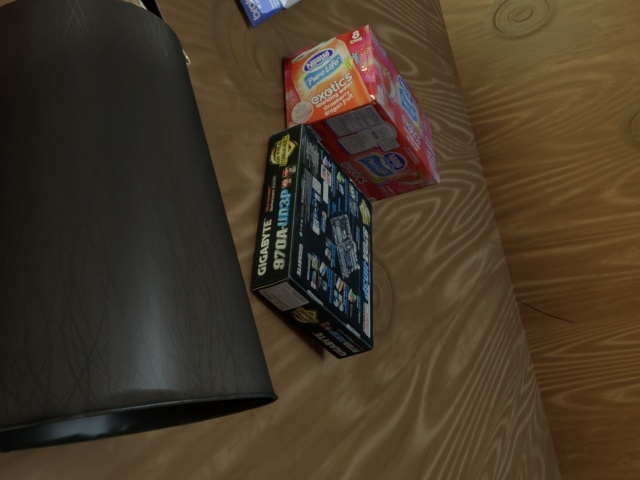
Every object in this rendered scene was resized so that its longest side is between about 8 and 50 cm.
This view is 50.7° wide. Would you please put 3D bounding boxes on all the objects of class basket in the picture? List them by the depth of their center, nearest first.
[{"bbox_3d":[-0.127,-0.007,0.389,0.204,0.154,0.226,20,56,-59],"label":"basket"}]

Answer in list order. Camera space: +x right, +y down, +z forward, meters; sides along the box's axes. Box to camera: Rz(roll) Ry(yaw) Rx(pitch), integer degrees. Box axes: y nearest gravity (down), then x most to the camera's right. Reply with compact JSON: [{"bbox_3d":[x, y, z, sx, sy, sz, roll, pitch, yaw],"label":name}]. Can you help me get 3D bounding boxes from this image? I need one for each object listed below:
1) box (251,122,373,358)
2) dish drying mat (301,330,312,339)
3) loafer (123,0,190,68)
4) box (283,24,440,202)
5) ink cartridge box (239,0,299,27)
[{"bbox_3d":[0.000,0.000,0.783,0.175,0.051,0.220,44,37,-43],"label":"box"},{"bbox_3d":[-0.014,0.072,0.783,0.032,0.008,0.083,50,34,-45],"label":"dish drying mat"},{"bbox_3d":[-0.150,-0.200,0.582,0.125,0.039,0.045,69,24,-17],"label":"loafer"},{"bbox_3d":[0.064,-0.163,0.948,0.257,0.128,0.122,36,45,-56],"label":"box"},{"bbox_3d":[-0.018,-0.420,0.843,0.311,0.065,0.185,-41,122,-22],"label":"ink cartridge box"}]
